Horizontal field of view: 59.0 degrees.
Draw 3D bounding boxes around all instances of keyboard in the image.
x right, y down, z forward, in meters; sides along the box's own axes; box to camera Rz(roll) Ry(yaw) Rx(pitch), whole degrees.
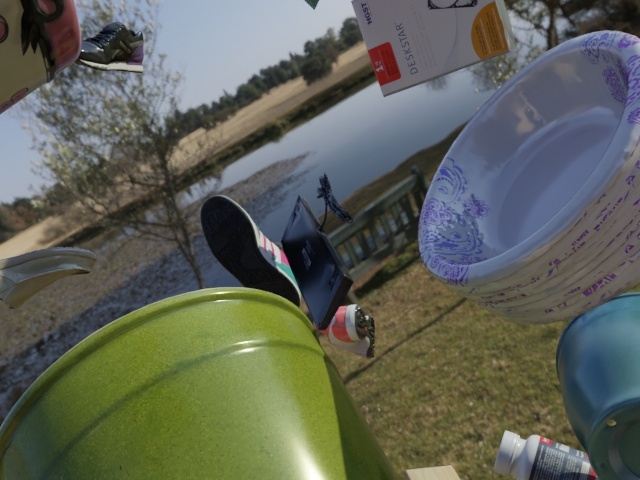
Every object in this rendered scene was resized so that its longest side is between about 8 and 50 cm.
[{"bbox_3d":[0.000,0.000,1.039,0.202,0.033,0.317,-67,26,22],"label":"keyboard"}]

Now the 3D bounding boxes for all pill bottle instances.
[{"bbox_3d":[0.429,0.433,1.070,0.180,0.108,0.108,16,38,24],"label":"pill bottle"}]

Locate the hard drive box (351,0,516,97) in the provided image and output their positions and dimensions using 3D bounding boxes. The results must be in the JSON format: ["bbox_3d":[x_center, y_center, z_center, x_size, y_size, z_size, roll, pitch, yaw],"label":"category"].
[{"bbox_3d":[0.197,-0.378,0.987,0.232,0.181,0.089,-14,16,31],"label":"hard drive box"}]

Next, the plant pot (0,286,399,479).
[{"bbox_3d":[-0.058,0.291,0.493,0.366,0.366,0.353,-36,47,-13],"label":"plant pot"}]

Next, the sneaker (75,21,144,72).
[{"bbox_3d":[-0.569,-0.519,1.490,0.283,0.107,0.124,-43,-30,-68],"label":"sneaker"}]

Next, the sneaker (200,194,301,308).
[{"bbox_3d":[-0.139,0.022,1.239,0.123,0.296,0.178,-34,7,6],"label":"sneaker"}]

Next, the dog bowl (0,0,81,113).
[{"bbox_3d":[-0.381,-0.317,0.542,0.150,0.408,0.408,-30,12,-23],"label":"dog bowl"}]

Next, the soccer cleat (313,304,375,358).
[{"bbox_3d":[0.074,0.239,1.467,0.116,0.109,0.318,-4,-22,14],"label":"soccer cleat"}]

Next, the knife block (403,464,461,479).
[{"bbox_3d":[0.218,0.463,0.812,0.088,0.276,0.242,0,-27,-13],"label":"knife block"}]

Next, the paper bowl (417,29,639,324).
[{"bbox_3d":[0.242,-0.049,0.569,0.284,0.148,0.284,-52,18,24],"label":"paper bowl"}]

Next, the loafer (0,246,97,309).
[{"bbox_3d":[-0.533,0.075,1.001,0.268,0.092,0.102,-12,-5,-26],"label":"loafer"}]

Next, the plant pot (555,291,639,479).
[{"bbox_3d":[0.494,0.250,0.848,0.271,0.272,0.255,-25,5,29],"label":"plant pot"}]

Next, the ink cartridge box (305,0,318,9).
[{"bbox_3d":[-0.010,-0.537,1.002,0.062,0.109,0.209,4,-52,-38],"label":"ink cartridge box"}]
